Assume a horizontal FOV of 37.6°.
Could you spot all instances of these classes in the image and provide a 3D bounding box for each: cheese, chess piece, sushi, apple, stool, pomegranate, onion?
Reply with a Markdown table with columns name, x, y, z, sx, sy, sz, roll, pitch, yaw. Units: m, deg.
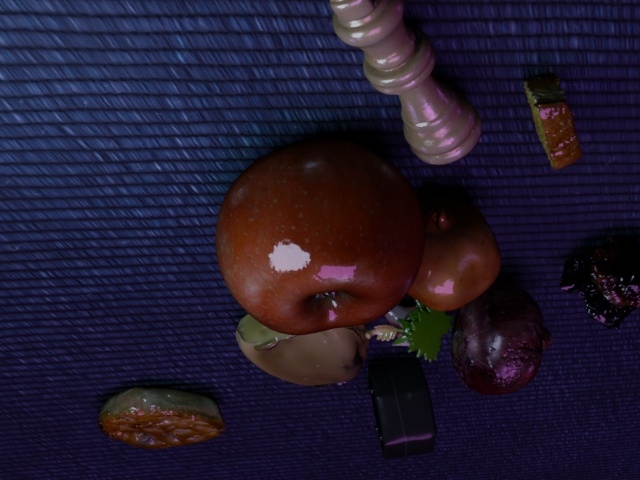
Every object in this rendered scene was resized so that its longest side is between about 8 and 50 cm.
| name | x | y | z | sx | sy | sz | roll | pitch | yaw |
| --- | --- | --- | --- | --- | --- | --- | --- | --- | --- |
| cheese | -0.013 | 0.226 | 2.021 | 0.259 | 0.128 | 0.316 | -14 | 143 | 23 |
| chess piece | 0.111 | -0.255 | 1.324 | 0.117 | 0.117 | 0.397 | -22 | 144 | 18 |
| sushi | 0.613 | 0.074 | 1.920 | 0.172 | 0.153 | 0.150 | 29 | 155 | -19 |
| apple | 0.000 | 0.000 | 1.527 | 0.348 | 0.277 | 0.349 | -8 | 147 | -5 |
| stool | 0.193 | 0.407 | 2.261 | 0.141 | 0.232 | 0.232 | -11 | 147 | -2 |
| pomegranate | 0.225 | 0.026 | 1.694 | 0.209 | 0.209 | 0.209 | -7 | 147 | -4 |
| onion | 0.384 | 0.207 | 1.969 | 0.219 | 0.252 | 0.252 | 3 | 145 | -22 |

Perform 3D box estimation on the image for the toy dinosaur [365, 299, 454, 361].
| name | x | y | z | sx | sy | sz | roll | pitch | yaw |
| --- | --- | --- | --- | --- | --- | --- | --- | --- | --- |
| toy dinosaur | 0.198 | 0.167 | 2.013 | 0.194 | 0.152 | 0.177 | 24 | 174 | -29 |

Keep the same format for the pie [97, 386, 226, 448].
| name | x | y | z | sx | sy | sz | roll | pitch | yaw |
| --- | --- | --- | --- | --- | --- | --- | --- | --- | --- |
| pie | -0.384 | 0.432 | 2.269 | 0.315 | 0.092 | 0.315 | -4 | 150 | -2 |

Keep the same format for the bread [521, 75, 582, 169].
| name | x | y | z | sx | sy | sz | roll | pitch | yaw |
| --- | --- | --- | --- | --- | --- | --- | --- | --- | --- |
| bread | 0.370 | -0.191 | 1.493 | 0.065 | 0.103 | 0.187 | -19 | 144 | 15 |
